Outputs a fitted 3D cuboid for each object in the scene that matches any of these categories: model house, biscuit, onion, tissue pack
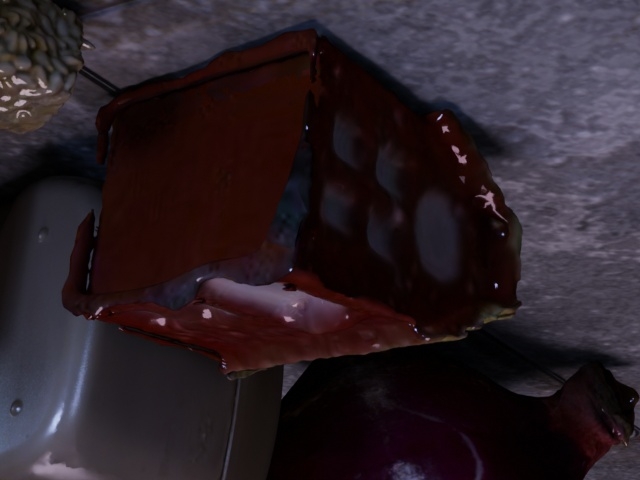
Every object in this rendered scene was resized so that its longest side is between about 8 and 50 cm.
[{"bbox_3d":[0.000,0.000,0.925,0.196,0.160,0.254,-13,154,38],"label":"model house"},{"bbox_3d":[-0.210,-0.116,0.791,0.168,0.070,0.082,24,143,-36],"label":"biscuit"},{"bbox_3d":[0.124,0.226,1.333,0.385,0.348,0.348,-30,158,-6],"label":"onion"},{"bbox_3d":[-0.215,0.117,1.103,0.387,0.267,0.277,-13,149,33],"label":"tissue pack"}]
